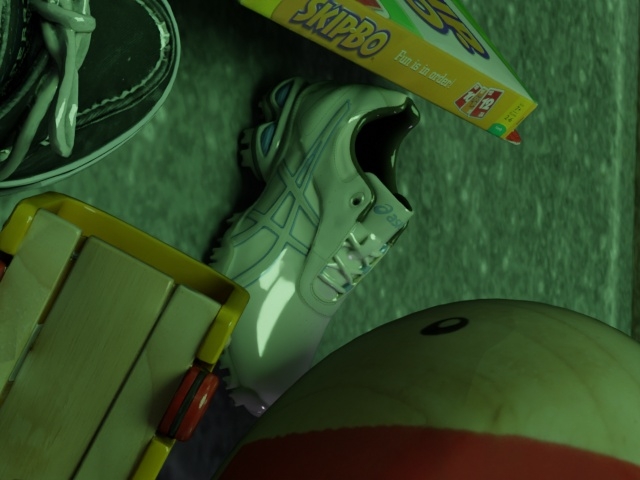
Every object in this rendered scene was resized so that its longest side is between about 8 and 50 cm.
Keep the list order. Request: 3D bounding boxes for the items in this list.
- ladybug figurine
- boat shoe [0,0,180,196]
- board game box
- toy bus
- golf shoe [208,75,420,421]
[{"bbox_3d":[0.062,0.226,0.790,0.162,0.305,0.449,98,1,-71],"label":"ladybug figurine"},{"bbox_3d":[-0.133,-0.075,0.719,0.306,0.105,0.113,0,86,-56],"label":"boat shoe"},{"bbox_3d":[0.017,-0.127,0.961,0.259,0.039,0.124,24,28,-55],"label":"board game box"},{"bbox_3d":[-0.106,0.081,0.733,0.104,0.202,0.191,-61,135,-84],"label":"toy bus"},{"bbox_3d":[0.000,0.000,0.928,0.069,0.086,0.176,35,59,-51],"label":"golf shoe"}]
